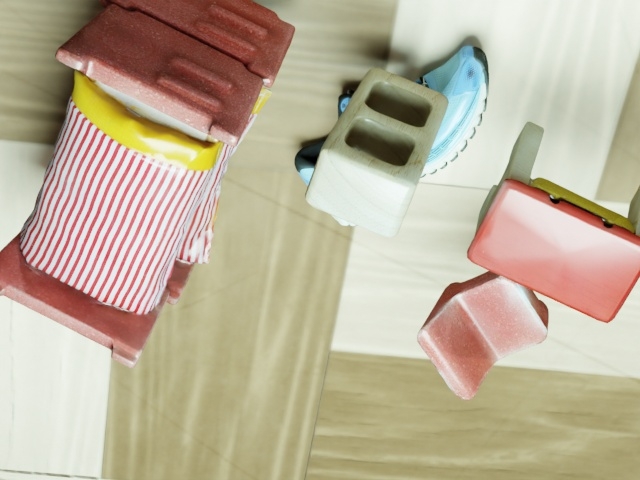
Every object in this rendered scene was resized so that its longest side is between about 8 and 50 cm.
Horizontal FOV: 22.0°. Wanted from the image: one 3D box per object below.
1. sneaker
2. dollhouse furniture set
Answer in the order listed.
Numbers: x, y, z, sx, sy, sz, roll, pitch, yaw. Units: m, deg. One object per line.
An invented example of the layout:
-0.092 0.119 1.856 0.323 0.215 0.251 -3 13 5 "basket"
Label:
0.046 -0.076 1.099 0.073 0.063 0.162 38 119 -23 "sneaker"
0.000 0.000 1.040 0.374 0.152 0.201 25 126 1 "dollhouse furniture set"
